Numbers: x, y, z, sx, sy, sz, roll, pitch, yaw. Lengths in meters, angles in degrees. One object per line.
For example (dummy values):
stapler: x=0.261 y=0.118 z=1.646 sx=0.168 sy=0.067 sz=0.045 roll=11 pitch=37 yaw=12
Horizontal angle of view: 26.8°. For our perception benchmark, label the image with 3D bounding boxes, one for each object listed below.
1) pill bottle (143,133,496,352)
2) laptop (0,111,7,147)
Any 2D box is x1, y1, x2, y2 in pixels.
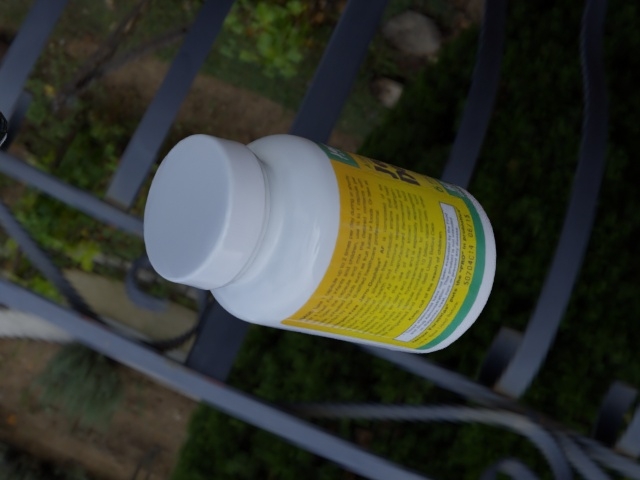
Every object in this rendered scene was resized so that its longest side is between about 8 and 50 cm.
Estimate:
pill bottle: x=0.000 y=0.000 z=0.834 sx=0.208 sy=0.117 sz=0.117 roll=14 pitch=158 yaw=-39
laptop: x=-0.399 y=0.027 z=0.723 sx=0.236 sy=0.382 sz=0.408 roll=33 pitch=174 yaw=-24
